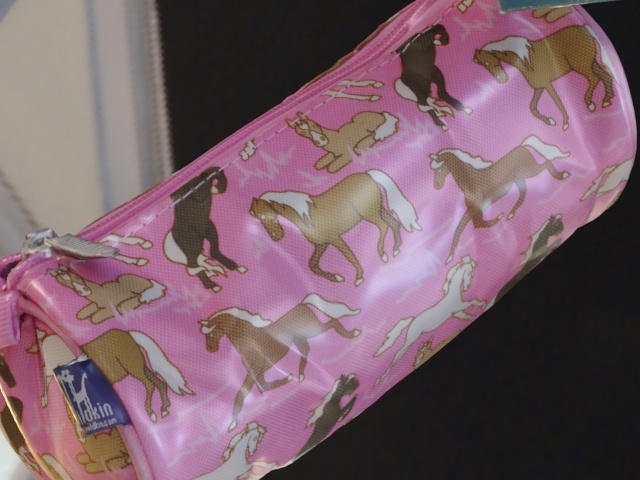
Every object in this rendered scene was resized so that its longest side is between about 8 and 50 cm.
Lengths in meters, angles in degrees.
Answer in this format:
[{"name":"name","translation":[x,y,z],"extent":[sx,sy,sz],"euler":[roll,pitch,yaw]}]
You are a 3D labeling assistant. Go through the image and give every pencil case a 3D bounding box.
[{"name":"pencil case","translation":[0.000,0.000,1.052],"extent":[0.160,0.386,0.167],"euler":[42,-30,25]}]

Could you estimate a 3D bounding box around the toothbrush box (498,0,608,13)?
[{"name":"toothbrush box","translation":[0.205,-0.173,0.565],"extent":[0.295,0.216,0.126],"euler":[-2,-64,47]}]
